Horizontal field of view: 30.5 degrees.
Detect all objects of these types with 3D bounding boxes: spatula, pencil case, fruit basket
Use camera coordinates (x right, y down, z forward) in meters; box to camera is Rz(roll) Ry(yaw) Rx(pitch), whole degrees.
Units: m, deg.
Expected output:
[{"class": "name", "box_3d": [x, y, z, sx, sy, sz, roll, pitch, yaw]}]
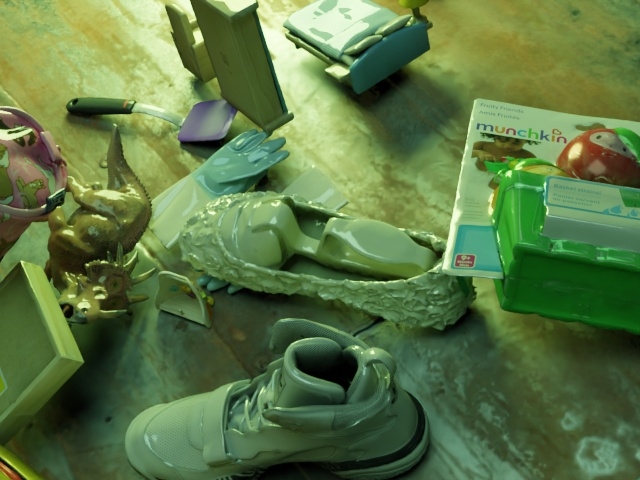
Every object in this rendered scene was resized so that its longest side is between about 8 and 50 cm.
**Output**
[{"class": "spatula", "box_3d": [-0.258, -0.193, 1.768, 0.297, 0.030, 0.084, 10, 57, 21]}, {"class": "pencil case", "box_3d": [-0.459, -0.003, 1.477, 0.386, 0.167, 0.160, -42, 29, 40]}, {"class": "fruit basket", "box_3d": [0.331, -0.059, 1.428, 0.327, 0.165, 0.353, 11, 48, 7]}]

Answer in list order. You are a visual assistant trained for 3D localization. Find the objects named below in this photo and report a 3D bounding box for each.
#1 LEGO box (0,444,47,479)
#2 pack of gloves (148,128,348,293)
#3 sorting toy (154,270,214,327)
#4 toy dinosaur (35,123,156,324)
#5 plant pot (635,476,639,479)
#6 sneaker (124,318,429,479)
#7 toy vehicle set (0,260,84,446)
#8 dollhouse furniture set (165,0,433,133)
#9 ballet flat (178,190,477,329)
[{"class": "LEGO box", "box_3d": [-0.445, 0.394, 1.246, 0.500, 0.193, 0.372, 28, 80, 29]}, {"class": "pack of gloves", "box_3d": [-0.105, -0.038, 1.623, 0.232, 0.046, 0.195, -38, 64, -8]}, {"class": "sorting toy", "box_3d": [-0.180, 0.068, 1.532, 0.083, 0.075, 0.044, 17, 61, 24]}, {"class": "toy dinosaur", "box_3d": [-0.289, -0.004, 1.573, 0.200, 0.127, 0.295, 15, 64, 23]}, {"class": "plant pot", "box_3d": [0.400, 0.331, 1.102, 0.195, 0.290, 0.290, 46, 72, -3]}, {"class": "sneaker", "box_3d": [-0.069, 0.187, 1.333, 0.366, 0.210, 0.137, -5, 54, 11]}, {"class": "toy vehicle set", "box_3d": [-0.416, 0.173, 1.464, 0.267, 0.035, 0.166, -45, 53, 18]}, {"class": "dollhouse furniture set", "box_3d": [-0.036, -0.348, 1.699, 0.303, 0.198, 0.286, -32, 44, -17]}, {"class": "ballet flat", "box_3d": [0.000, 0.000, 1.483, 0.409, 0.147, 0.147, 12, 59, 18]}]
